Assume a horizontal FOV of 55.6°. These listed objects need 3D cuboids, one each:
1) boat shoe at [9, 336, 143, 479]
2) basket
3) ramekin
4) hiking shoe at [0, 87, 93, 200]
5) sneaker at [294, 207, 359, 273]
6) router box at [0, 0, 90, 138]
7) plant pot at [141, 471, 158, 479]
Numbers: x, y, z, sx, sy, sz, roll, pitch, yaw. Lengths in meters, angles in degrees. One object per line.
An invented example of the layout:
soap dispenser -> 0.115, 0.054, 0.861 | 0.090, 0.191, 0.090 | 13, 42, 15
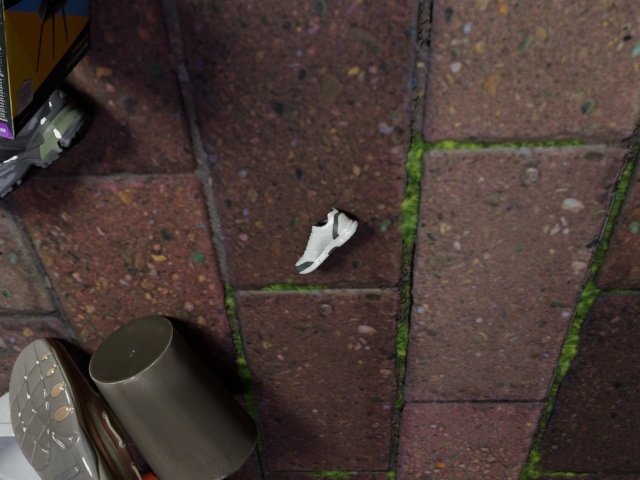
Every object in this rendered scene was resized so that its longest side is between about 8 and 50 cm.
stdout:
boat shoe -> -0.357, 0.297, 0.907 | 0.123, 0.116, 0.324 | -28, 80, 16
basket -> -0.228, 0.235, 0.903 | 0.205, 0.154, 0.226 | -3, 128, 28
ramekin -> -0.469, 0.335, 1.018 | 0.207, 0.109, 0.207 | 0, 130, 0
hiking shoe -> -0.360, -0.111, 0.664 | 0.227, 0.086, 0.114 | -29, 111, 17
sneaker -> 0.000, 0.000, 0.770 | 0.044, 0.040, 0.109 | 40, 118, -9
router box -> -0.246, -0.191, 0.515 | 0.046, 0.178, 0.133 | 14, 130, -7
plant pot -> -0.289, 0.583, 1.143 | 0.267, 0.267, 0.235 | -25, 114, 21
